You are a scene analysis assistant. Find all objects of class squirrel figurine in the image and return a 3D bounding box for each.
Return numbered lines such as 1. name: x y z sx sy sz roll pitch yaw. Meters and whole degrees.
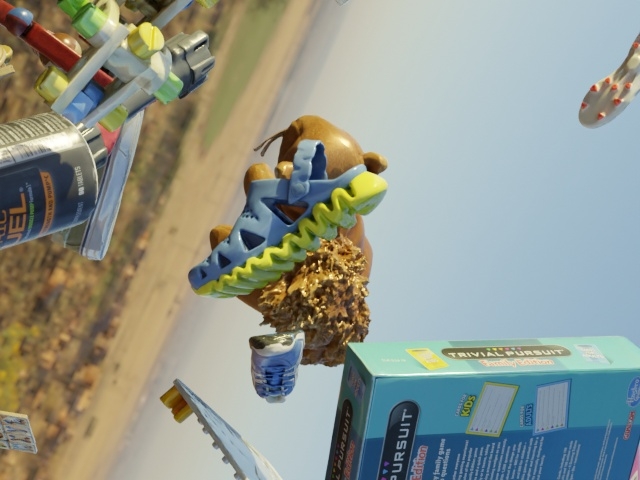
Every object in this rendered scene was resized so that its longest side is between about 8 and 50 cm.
1. squirrel figurine: 0.000 0.000 2.177 0.370 0.281 0.397 112 -28 -51

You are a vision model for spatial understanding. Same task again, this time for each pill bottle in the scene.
1. pill bottle: -0.366 -0.046 1.371 0.246 0.130 0.130 -22 150 -41

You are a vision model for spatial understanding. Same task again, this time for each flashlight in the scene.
1. flashlight: -0.267 -0.188 1.825 0.304 0.103 0.103 -43 125 -45

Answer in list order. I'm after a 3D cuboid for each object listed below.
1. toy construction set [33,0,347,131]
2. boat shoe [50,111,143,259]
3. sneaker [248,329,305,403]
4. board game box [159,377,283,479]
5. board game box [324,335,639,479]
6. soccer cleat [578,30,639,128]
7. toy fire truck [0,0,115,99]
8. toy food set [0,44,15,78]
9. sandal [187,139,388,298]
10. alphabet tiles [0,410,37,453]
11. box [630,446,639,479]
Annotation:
1. toy construction set: -0.121 -0.244 1.250 0.328 0.151 0.215 -26 -149 12
2. boat shoe: -0.349 -0.116 2.068 0.109 0.094 0.302 -107 -146 -78
3. sneaker: -0.057 0.173 1.815 0.211 0.080 0.081 89 -5 -75
4. board game box: -0.093 0.454 2.284 0.050 0.390 0.390 -40 140 -3
5. board game box: 0.176 0.233 1.414 0.079 0.336 0.253 -131 -134 -60
6. soccer cleat: 0.485 -0.249 2.082 0.196 0.068 0.076 -52 150 0
7. toy fire truck: -0.473 -0.334 2.368 0.169 0.254 0.302 -55 -152 1
8. toy food set: -0.554 -0.275 2.106 0.192 0.132 0.038 -124 -167 -51
9. sandal: -0.063 -0.032 1.898 0.317 0.138 0.126 -35 168 2
10. alphabet tiles: -0.503 0.243 1.832 0.237 0.198 0.009 103 -4 -63
11. box: 0.423 0.387 2.298 0.117 0.243 0.213 -36 126 -48
